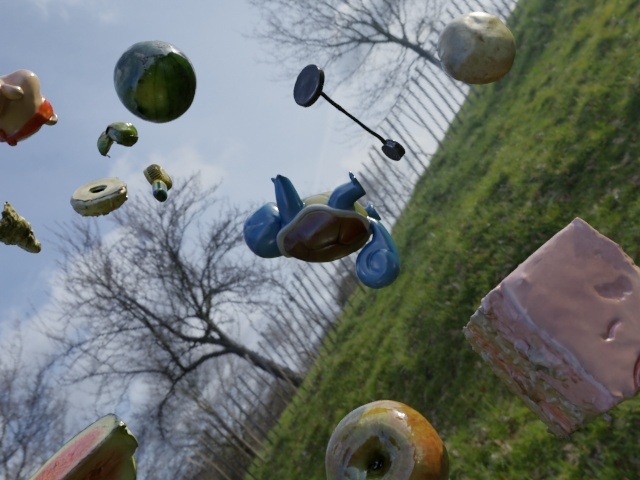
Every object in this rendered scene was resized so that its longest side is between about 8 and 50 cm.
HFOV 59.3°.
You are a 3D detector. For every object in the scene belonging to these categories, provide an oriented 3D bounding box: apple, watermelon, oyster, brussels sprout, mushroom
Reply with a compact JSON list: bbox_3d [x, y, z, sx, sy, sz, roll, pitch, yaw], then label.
[{"bbox_3d":[0.143,0.472,1.176,0.264,0.264,0.264,-48,-12,-13],"label":"apple"},{"bbox_3d":[-0.350,0.382,0.755,0.303,0.128,0.159,-47,14,-21],"label":"watermelon"},{"bbox_3d":[-0.633,-0.022,1.176,0.200,0.061,0.106,-166,101,-87],"label":"oyster"},{"bbox_3d":[-0.364,-0.180,0.996,0.083,0.051,0.046,-22,19,16],"label":"brussels sprout"},{"bbox_3d":[-0.489,-0.471,1.676,0.242,0.242,0.242,-48,-12,-13],"label":"watermelon"},{"bbox_3d":[0.322,-0.396,1.177,0.166,0.166,0.127,-44,-15,-32],"label":"mushroom"}]

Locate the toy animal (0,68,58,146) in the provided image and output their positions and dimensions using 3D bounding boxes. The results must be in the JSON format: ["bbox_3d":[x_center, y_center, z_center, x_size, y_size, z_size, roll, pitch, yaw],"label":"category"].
[{"bbox_3d":[-0.665,-0.281,1.173,0.171,0.171,0.198,-54,-20,13],"label":"toy animal"}]

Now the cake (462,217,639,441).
[{"bbox_3d":[0.477,0.168,1.096,0.293,0.314,0.306,-40,-24,-16],"label":"cake"}]

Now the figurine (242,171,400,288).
[{"bbox_3d":[0.018,-0.036,1.391,0.298,0.416,0.242,33,-107,-66],"label":"figurine"}]

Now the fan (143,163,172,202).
[{"bbox_3d":[-0.416,-0.145,1.459,0.039,0.155,0.082,-36,-54,5],"label":"fan"}]

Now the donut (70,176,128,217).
[{"bbox_3d":[-0.656,-0.125,1.676,0.174,0.175,0.068,-41,-46,-42],"label":"donut"}]

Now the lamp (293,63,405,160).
[{"bbox_3d":[0.073,-0.308,1.515,0.130,0.371,0.108,10,65,51],"label":"lamp"}]
